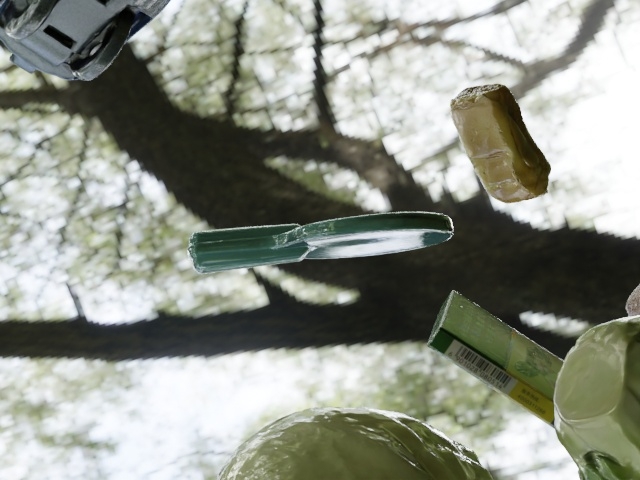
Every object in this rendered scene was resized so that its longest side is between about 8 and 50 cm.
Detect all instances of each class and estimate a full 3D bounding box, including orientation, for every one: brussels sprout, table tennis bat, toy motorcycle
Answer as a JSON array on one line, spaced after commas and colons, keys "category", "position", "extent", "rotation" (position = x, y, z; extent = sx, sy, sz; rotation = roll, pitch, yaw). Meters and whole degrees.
[{"category": "brussels sprout", "position": [0.215, 0.103, 0.961], "extent": [0.155, 0.117, 0.155], "rotation": [37, -156, -20]}, {"category": "table tennis bat", "position": [0.000, 0.000, 1.422], "extent": [0.149, 0.237, 0.038], "rotation": [111, 153, -81]}, {"category": "toy motorcycle", "position": [-0.179, -0.297, 1.489], "extent": [0.125, 0.358, 0.213], "rotation": [33, -145, -30]}]

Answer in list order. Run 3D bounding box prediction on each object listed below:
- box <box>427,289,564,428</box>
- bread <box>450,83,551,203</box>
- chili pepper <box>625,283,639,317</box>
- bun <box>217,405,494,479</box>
[{"category": "box", "position": [0.235, 0.151, 1.840], "extent": [0.235, 0.034, 0.132], "rotation": [33, -160, 1]}, {"category": "bread", "position": [0.184, -0.100, 1.643], "extent": [0.053, 0.074, 0.132], "rotation": [-47, -61, -36]}, {"category": "chili pepper", "position": [0.308, 0.006, 1.087], "extent": [0.136, 0.253, 0.144], "rotation": [43, -156, 29]}, {"category": "bun", "position": [0.072, 0.297, 1.313], "extent": [0.364, 0.202, 0.364], "rotation": [42, -143, -43]}]
